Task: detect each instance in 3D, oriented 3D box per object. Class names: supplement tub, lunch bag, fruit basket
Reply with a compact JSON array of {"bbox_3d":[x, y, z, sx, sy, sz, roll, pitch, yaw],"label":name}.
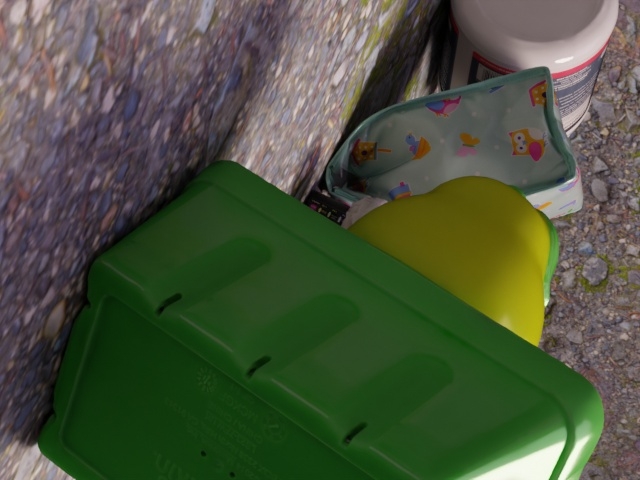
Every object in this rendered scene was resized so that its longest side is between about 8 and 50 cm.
[{"bbox_3d":[0.241,-0.223,1.776,0.191,0.191,0.272,-59,168,-23],"label":"supplement tub"},{"bbox_3d":[0.142,-0.070,1.605,0.223,0.262,0.160,37,37,-77],"label":"lunch bag"},{"bbox_3d":[0.034,0.100,1.107,0.392,0.392,0.283,-41,154,-63],"label":"fruit basket"}]

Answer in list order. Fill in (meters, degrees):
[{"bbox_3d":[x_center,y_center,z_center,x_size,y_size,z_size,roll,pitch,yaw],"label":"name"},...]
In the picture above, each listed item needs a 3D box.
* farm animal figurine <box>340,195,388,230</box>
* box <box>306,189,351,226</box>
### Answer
[{"bbox_3d":[-0.043,0.127,1.380,0.330,0.172,0.327,-19,122,-63],"label":"farm animal figurine"},{"bbox_3d":[0.000,0.000,1.530,0.083,0.052,0.062,-63,170,-8],"label":"box"}]
